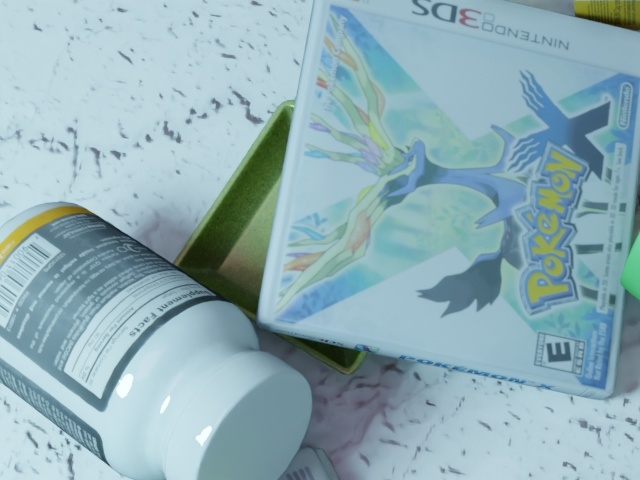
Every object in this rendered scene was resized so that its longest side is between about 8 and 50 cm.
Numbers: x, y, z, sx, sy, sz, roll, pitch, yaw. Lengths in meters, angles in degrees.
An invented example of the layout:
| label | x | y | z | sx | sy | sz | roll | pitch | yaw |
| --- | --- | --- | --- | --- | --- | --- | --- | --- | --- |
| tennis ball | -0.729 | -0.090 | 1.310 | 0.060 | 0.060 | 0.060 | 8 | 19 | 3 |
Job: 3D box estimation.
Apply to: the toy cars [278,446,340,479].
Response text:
| label | x | y | z | sx | sy | sz | roll | pitch | yaw |
| --- | --- | --- | --- | --- | --- | --- | --- | --- | --- |
| toy cars | 0.034 | 0.254 | 1.389 | 0.394 | 0.087 | 0.176 | 9 | 72 | 12 |

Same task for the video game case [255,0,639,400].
| label | x | y | z | sx | sy | sz | roll | pitch | yaw |
| --- | --- | --- | --- | --- | --- | --- | --- | --- | --- |
| video game case | 0.119 | -0.054 | 1.461 | 0.300 | 0.036 | 0.329 | 12 | 72 | -8 |

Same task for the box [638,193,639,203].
| label | x | y | z | sx | sy | sz | roll | pitch | yaw |
| --- | --- | --- | --- | --- | --- | --- | --- | --- | --- |
| box | 0.348 | -0.047 | 1.479 | 0.136 | 0.028 | 0.081 | 20 | 75 | 17 |

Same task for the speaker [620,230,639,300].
| label | x | y | z | sx | sy | sz | roll | pitch | yaw |
| --- | --- | --- | --- | --- | --- | --- | --- | --- | --- |
| speaker | 0.394 | 0.053 | 1.379 | 0.297 | 0.131 | 0.131 | 27 | 77 | 14 |

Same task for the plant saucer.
| label | x | y | z | sx | sy | sz | roll | pitch | yaw |
| --- | --- | --- | --- | --- | --- | --- | --- | --- | --- |
| plant saucer | 0.000 | 0.000 | 1.506 | 0.188 | 0.045 | 0.188 | 30 | 78 | 16 |

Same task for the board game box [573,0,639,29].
| label | x | y | z | sx | sy | sz | roll | pitch | yaw |
| --- | --- | --- | --- | --- | --- | --- | --- | --- | --- |
| board game box | 0.237 | -0.371 | 1.497 | 0.064 | 0.242 | 0.316 | -4 | 70 | 9 |

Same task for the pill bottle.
| label | x | y | z | sx | sy | sz | roll | pitch | yaw |
| --- | --- | --- | --- | --- | --- | --- | --- | --- | --- |
| pill bottle | -0.150 | 0.095 | 1.406 | 0.278 | 0.162 | 0.162 | 32 | 78 | 30 |
